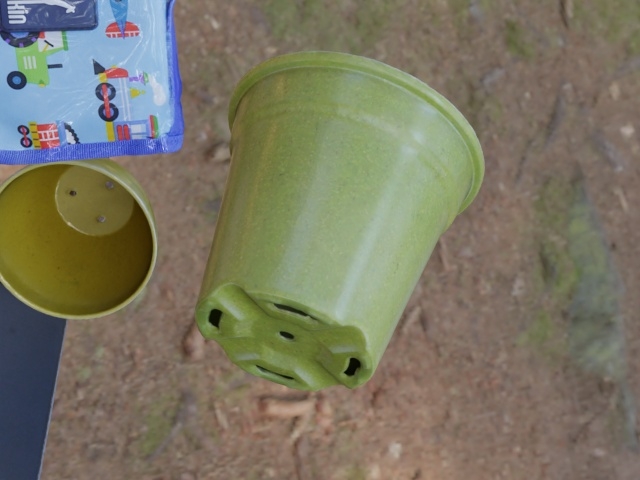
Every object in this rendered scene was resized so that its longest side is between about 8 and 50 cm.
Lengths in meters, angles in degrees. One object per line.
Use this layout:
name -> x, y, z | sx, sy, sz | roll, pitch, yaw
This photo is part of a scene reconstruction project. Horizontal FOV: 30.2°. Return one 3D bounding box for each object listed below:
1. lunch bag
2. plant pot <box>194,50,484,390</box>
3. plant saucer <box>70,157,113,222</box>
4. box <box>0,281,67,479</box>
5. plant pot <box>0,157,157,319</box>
lunch bag -> -0.219, -0.163, 0.783 | 0.138, 0.293, 0.220 | -79, 165, -72
plant pot -> 0.000, 0.000, 1.175 | 0.276, 0.276, 0.254 | 44, 51, -34
plant saucer -> -0.372, -0.068, 1.779 | 0.029, 0.168, 0.168 | 16, 60, -44
box -> -0.402, 0.231, 1.231 | 0.183, 0.294, 0.296 | 19, 37, -18
plant pot -> -0.191, -0.018, 0.952 | 0.134, 0.134, 0.095 | 57, 14, -20
